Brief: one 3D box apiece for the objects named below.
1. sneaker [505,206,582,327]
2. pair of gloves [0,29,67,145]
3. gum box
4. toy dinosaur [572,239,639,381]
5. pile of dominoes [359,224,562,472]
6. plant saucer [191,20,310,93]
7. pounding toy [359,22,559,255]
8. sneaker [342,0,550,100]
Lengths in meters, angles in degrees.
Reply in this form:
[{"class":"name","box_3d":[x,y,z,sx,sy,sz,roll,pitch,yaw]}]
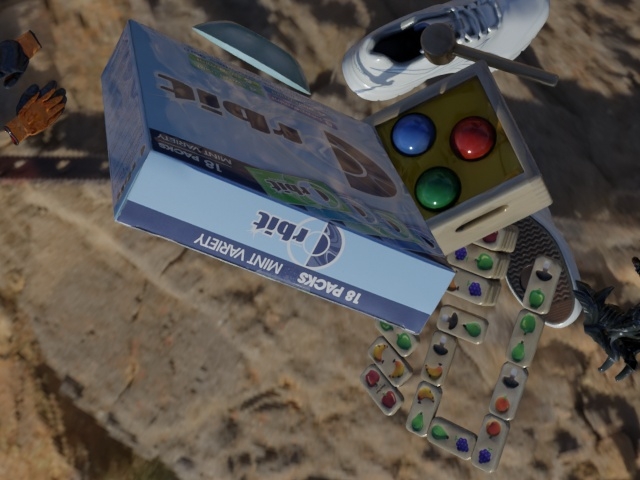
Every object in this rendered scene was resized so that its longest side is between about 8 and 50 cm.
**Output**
[{"class":"sneaker","box_3d":[0.322,0.002,1.922,0.106,0.123,0.290,-42,56,29]},{"class":"pair of gloves","box_3d":[-0.254,-0.132,1.119,0.010,0.074,0.083,-2,124,44]},{"class":"gum box","box_3d":[-0.029,-0.038,0.661,0.157,0.184,0.041,22,111,-20]},{"class":"toy dinosaur","box_3d":[0.458,0.088,1.688,0.218,0.322,0.164,-17,134,26]},{"class":"pile of dominoes","box_3d":[0.133,0.093,1.382,0.196,0.040,0.251,22,99,35]},{"class":"plant saucer","box_3d":[-0.091,-0.270,1.863,0.195,0.195,0.037,30,92,-4]},{"class":"pounding toy","box_3d":[0.132,-0.118,1.192,0.181,0.094,0.206,-26,69,10]},{"class":"sneaker","box_3d":[0.177,-0.269,1.738,0.297,0.129,0.111,-24,86,-9]}]
